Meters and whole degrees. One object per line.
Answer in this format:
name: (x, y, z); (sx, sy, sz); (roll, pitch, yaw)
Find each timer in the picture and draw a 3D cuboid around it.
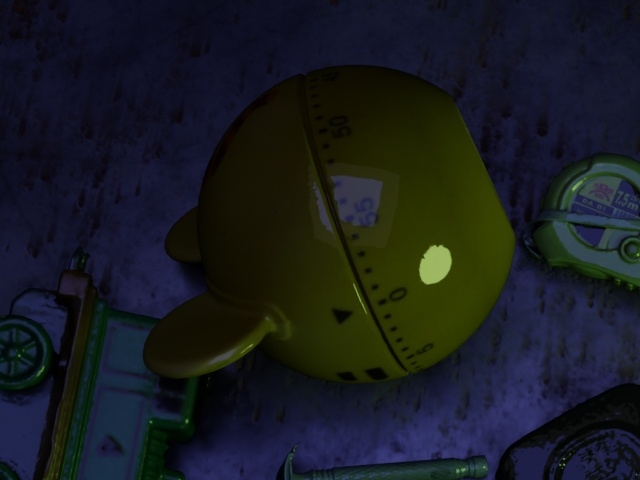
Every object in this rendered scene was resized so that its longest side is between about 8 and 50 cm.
timer: (0.000, 0.000, 1.374); (0.386, 0.376, 0.376); (-22, 72, 9)

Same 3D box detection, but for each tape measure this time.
tape measure: (0.326, -0.022, 1.475); (0.177, 0.087, 0.154); (17, 86, 11)

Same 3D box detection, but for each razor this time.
razor: (0.069, 0.255, 1.418); (0.231, 0.106, 0.068); (-4, 72, -9)

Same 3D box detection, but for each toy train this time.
toy train: (-0.259, 0.220, 1.404); (0.249, 0.178, 0.430); (10, 73, -4)

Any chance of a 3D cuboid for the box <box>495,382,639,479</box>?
box: (0.311, 0.276, 1.405); (0.212, 0.042, 0.201); (-26, 73, -6)
